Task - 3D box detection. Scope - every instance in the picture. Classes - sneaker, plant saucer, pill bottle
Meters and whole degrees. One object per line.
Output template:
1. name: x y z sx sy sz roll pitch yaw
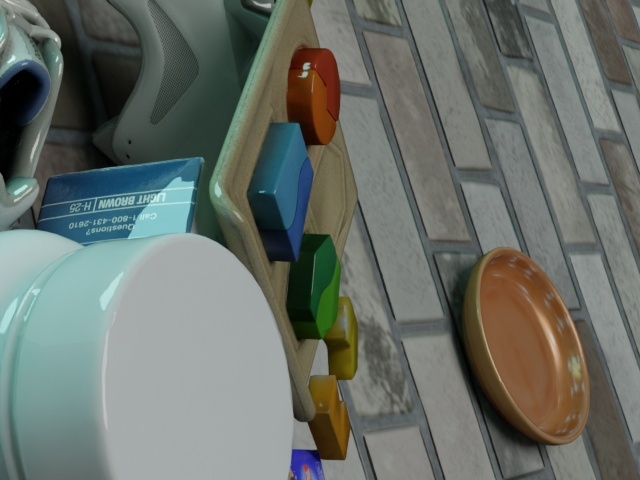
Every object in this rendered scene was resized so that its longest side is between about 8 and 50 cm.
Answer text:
1. sneaker: -0.083 -0.046 1.004 0.122 0.146 0.330 -75 159 -76
2. plant saucer: 0.195 0.105 1.357 0.200 0.037 0.200 33 45 -41
3. pill bottle: -0.165 0.082 0.603 0.160 0.283 0.160 28 57 -56
4. sneaker: -0.204 -0.108 0.839 0.111 0.129 0.297 23 50 -44

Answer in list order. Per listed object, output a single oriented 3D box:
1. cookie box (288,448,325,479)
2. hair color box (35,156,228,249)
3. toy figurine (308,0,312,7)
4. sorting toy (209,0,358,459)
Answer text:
1. cookie box: -0.033 0.190 0.959 0.107 0.040 0.091 18 55 -60
2. hair color box: -0.107 0.141 0.769 0.174 0.105 0.347 68 21 -48
3. toy figurine: -0.087 -0.288 1.162 0.217 0.191 0.362 25 42 -7
4. sorting toy: 0.000 0.000 0.933 0.307 0.041 0.229 73 21 -47
